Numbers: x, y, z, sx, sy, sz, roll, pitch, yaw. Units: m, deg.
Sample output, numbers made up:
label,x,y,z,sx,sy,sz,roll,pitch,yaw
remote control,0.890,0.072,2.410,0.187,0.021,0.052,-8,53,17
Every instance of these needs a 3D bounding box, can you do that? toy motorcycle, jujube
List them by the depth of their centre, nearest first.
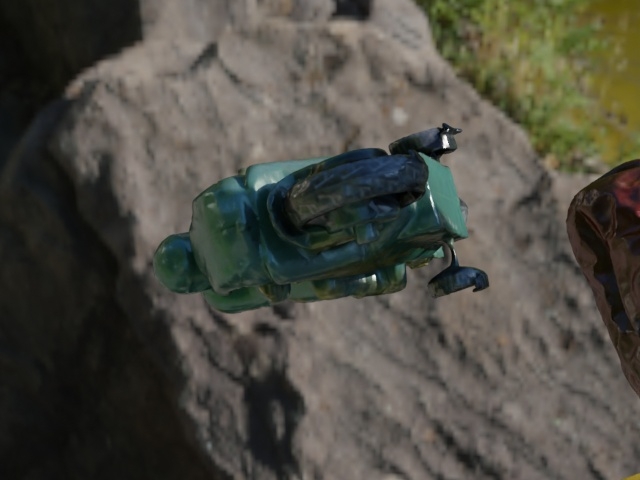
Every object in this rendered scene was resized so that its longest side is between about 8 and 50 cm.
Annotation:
label,x,y,z,sx,sy,sz,roll,pitch,yaw
toy motorcycle,0.000,0.000,1.093,0.198,0.296,0.109,-17,82,15
jujube,0.413,0.054,2.008,0.216,0.216,0.342,-15,54,-15

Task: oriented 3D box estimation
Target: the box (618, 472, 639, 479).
label,x,y,z,sx,sy,sz,roll,pitch,yaw
box,0.263,0.363,1.493,0.192,0.084,0.301,-19,47,-4
